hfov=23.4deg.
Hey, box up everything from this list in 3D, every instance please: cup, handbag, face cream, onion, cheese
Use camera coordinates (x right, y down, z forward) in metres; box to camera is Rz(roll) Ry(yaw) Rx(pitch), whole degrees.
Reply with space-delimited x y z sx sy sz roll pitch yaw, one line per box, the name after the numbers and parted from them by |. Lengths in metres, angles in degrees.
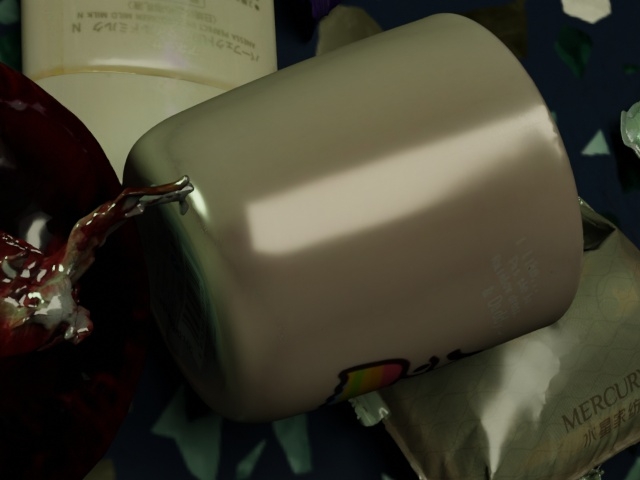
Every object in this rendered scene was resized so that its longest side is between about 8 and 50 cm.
0.000 0.000 0.889 0.200 0.253 0.191 -21 83 -20 | cup
0.138 0.078 1.001 0.270 0.117 0.182 -26 67 -27 | handbag
-0.110 -0.161 1.010 0.173 0.081 0.349 6 64 -24 | face cream
-0.190 0.031 0.768 0.273 0.285 0.273 2 87 -45 | onion
0.281 -0.077 1.197 0.120 0.026 0.067 8 63 -23 | cheese

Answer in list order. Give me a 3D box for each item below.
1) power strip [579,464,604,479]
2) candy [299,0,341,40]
0.160 0.175 1.010 0.055 0.035 0.083 41 58 -3 | power strip
0.040 -0.279 1.116 0.070 0.145 0.275 17 55 20 | candy
